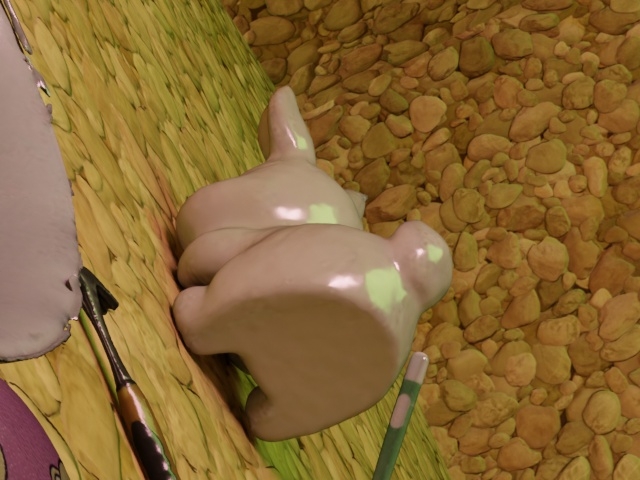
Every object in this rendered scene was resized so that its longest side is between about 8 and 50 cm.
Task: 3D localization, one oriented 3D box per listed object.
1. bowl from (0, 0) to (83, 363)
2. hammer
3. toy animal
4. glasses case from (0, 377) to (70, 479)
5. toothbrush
[{"bbox_3d":[-0.219,-0.086,0.414,0.346,0.157,0.345,62,6,-10],"label":"bowl"},{"bbox_3d":[-0.128,0.107,1.015,0.201,0.021,0.078,65,6,12],"label":"hammer"},{"bbox_3d":[-0.009,0.006,1.431,0.368,0.241,0.196,-106,170,-60],"label":"toy animal"},{"bbox_3d":[-0.144,0.126,0.528,0.123,0.075,0.316,61,6,-9],"label":"glasses case"},{"bbox_3d":[0.049,0.219,1.306,0.024,0.018,0.257,40,67,-61],"label":"toothbrush"}]
